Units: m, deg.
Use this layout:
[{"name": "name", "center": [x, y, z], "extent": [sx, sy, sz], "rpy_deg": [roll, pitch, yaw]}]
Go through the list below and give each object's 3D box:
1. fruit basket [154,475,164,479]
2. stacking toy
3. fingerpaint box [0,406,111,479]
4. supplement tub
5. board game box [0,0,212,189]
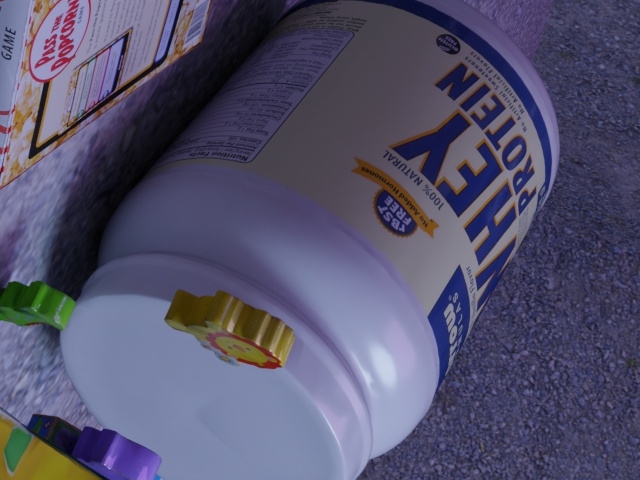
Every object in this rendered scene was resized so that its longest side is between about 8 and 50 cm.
[{"name": "fruit basket", "center": [-0.165, 0.349, 1.205], "extent": [0.327, 0.165, 0.353], "rpy_deg": [-57, 165, -29]}, {"name": "stacking toy", "center": [-0.124, 0.105, 0.666], "extent": [0.052, 0.221, 0.167], "rpy_deg": [40, 64, -37]}, {"name": "fingerpaint box", "center": [-0.241, 0.162, 0.334], "extent": [0.371, 0.163, 0.445], "rpy_deg": [-60, 171, -13]}, {"name": "supplement tub", "center": [0.000, 0.000, 0.911], "extent": [0.325, 0.235, 0.235], "rpy_deg": [-55, 167, -38]}, {"name": "board game box", "center": [-0.100, -0.127, 0.629], "extent": [0.193, 0.045, 0.146], "rpy_deg": [-49, 163, -53]}]
